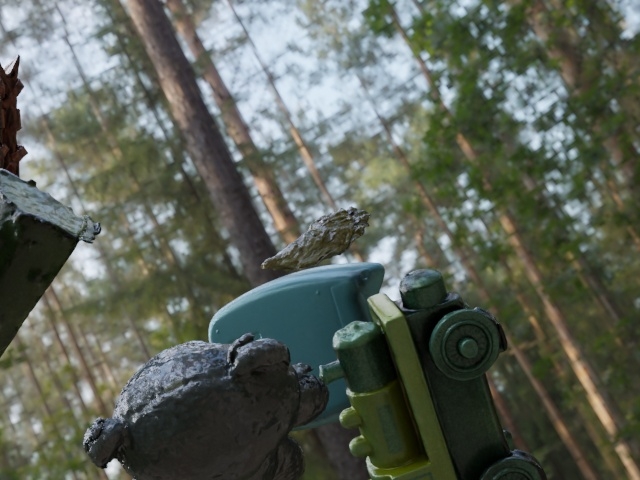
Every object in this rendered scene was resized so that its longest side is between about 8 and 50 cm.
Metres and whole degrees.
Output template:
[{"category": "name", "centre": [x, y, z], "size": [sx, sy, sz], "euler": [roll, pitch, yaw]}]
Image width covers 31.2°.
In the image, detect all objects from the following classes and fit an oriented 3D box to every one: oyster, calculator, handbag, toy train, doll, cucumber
[{"category": "oyster", "centre": [0.000, 0.000, 1.481], "size": [0.146, 0.045, 0.121], "euler": [-29, 9, 12]}, {"category": "calculator", "centre": [-0.037, 0.185, 1.896], "size": [0.386, 0.256, 0.054], "euler": [-21, -6, 34]}, {"category": "handbag", "centre": [-0.525, -0.183, 1.853], "size": [0.059, 0.212, 0.157], "euler": [4, -10, -34]}, {"category": "toy train", "centre": [0.121, 0.220, 1.379], "size": [0.237, 0.369, 0.150], "euler": [-20, 15, -5]}, {"category": "doll", "centre": [-0.109, 0.187, 1.128], "size": [0.246, 0.158, 0.340], "euler": [-31, -20, -5]}, {"category": "cucumber", "centre": [-0.388, 0.081, 1.275], "size": [0.325, 0.145, 0.105], "euler": [-55, 4, 18]}]
